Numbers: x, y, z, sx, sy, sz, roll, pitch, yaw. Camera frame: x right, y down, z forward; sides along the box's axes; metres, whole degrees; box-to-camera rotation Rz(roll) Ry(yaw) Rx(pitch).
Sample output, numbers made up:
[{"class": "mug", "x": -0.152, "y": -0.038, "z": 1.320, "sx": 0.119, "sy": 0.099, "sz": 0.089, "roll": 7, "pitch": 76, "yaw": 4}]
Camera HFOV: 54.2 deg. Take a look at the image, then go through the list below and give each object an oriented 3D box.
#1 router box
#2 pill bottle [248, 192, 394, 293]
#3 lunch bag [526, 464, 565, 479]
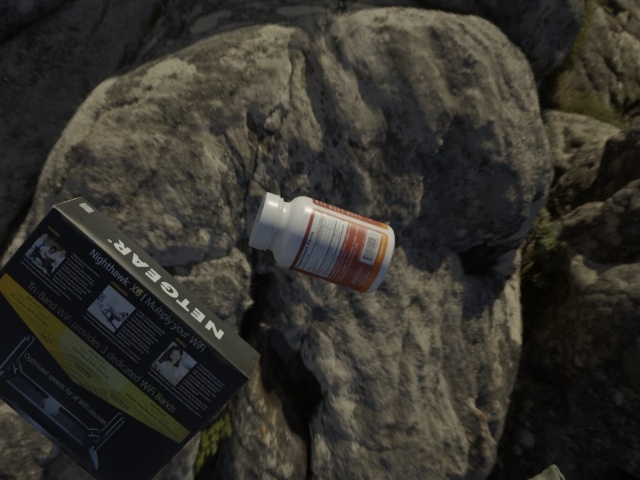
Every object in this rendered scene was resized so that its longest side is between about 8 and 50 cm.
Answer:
[{"class": "router box", "x": -0.271, "y": 0.138, "z": 0.784, "sx": 0.309, "sy": 0.081, "sz": 0.243, "roll": 43, "pitch": 102, "yaw": -5}, {"class": "pill bottle", "x": 0.000, "y": 0.000, "z": 1.014, "sx": 0.216, "sy": 0.121, "sz": 0.121, "roll": 19, "pitch": 83, "yaw": -10}, {"class": "lunch bag", "x": 0.135, "y": 0.358, "z": 0.454, "sx": 0.235, "sy": 0.169, "sz": 0.286, "roll": -29, "pitch": 80, "yaw": 15}]
